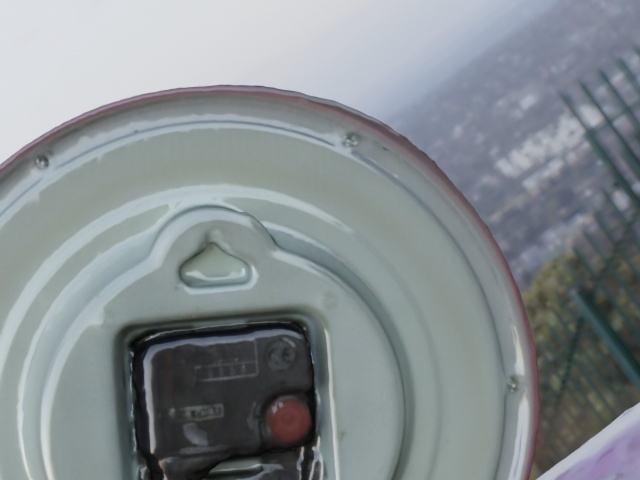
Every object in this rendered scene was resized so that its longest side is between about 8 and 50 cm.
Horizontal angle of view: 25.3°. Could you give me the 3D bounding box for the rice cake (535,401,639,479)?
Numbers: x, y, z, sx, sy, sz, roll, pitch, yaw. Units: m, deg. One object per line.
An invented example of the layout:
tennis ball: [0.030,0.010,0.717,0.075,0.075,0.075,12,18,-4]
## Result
rice cake: [0.162,0.093,0.617,0.365,0.056,0.073,-37,16,6]

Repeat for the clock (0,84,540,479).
clock: [-0.036,0.064,0.531,0.244,0.244,0.056,-37,6,-6]
